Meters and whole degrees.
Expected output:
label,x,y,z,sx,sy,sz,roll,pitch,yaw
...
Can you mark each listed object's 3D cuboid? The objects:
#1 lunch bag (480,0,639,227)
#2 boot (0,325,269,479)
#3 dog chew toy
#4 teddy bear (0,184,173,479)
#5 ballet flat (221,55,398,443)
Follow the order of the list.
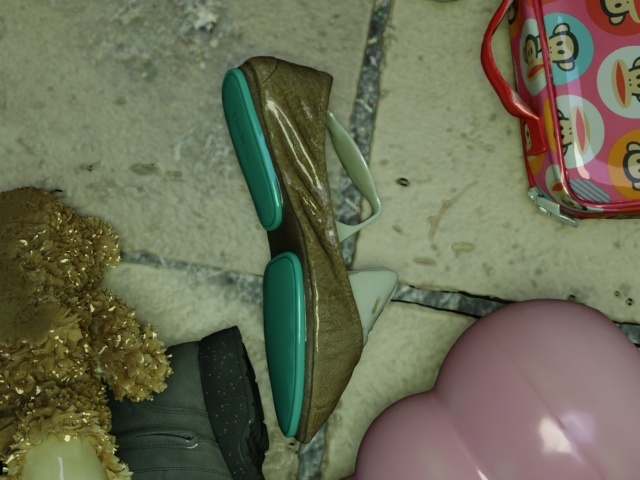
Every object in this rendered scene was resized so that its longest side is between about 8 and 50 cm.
label,x,y,z,sx,sy,sz,roll,pitch,yaw
lunch bag,0.272,-0.164,0.774,0.258,0.120,0.293,-5,86,-1
boot,-0.141,0.233,0.688,0.222,0.118,0.338,-14,45,-3
dog chew toy,0.124,0.198,0.713,0.332,0.206,0.206,-37,87,5
teddy bear,-0.240,0.098,0.680,0.245,0.113,0.338,-23,44,-18
ballet flat,0.000,0.000,0.774,0.124,0.116,0.342,-8,82,-21
